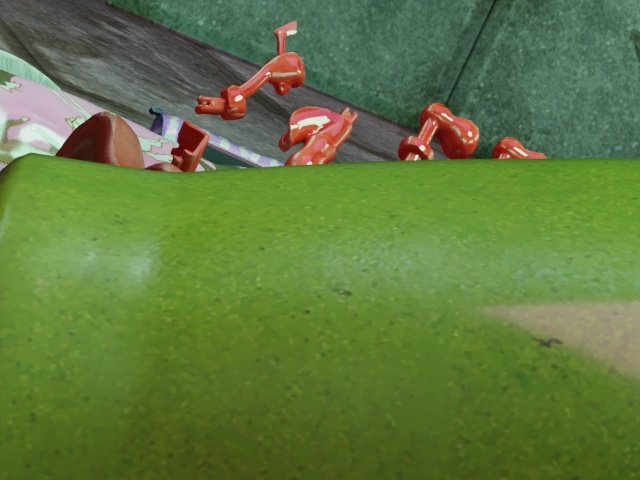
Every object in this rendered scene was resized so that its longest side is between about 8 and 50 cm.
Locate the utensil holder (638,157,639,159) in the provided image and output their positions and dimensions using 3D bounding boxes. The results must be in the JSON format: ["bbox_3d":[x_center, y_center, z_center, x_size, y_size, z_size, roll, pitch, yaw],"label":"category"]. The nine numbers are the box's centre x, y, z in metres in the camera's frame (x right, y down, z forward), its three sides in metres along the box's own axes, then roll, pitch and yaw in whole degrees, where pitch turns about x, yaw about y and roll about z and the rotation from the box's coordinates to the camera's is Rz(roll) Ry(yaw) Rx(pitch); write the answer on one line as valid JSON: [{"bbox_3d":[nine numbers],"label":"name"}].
[{"bbox_3d":[0.315,0.084,0.883,0.385,0.328,0.327,32,11,13],"label":"utensil holder"}]

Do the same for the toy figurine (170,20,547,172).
[{"bbox_3d":[0.054,0.063,1.160,0.362,0.217,0.191,28,45,-2],"label":"toy figurine"}]

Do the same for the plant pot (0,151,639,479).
[{"bbox_3d":[0.057,0.128,0.520,0.353,0.366,0.366,12,11,-5],"label":"plant pot"}]

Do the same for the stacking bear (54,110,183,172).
[{"bbox_3d":[-0.025,0.086,0.970,0.289,0.164,0.175,32,3,-27],"label":"stacking bear"}]

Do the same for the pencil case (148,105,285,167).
[{"bbox_3d":[-0.082,-0.047,1.780,0.206,0.086,0.088,24,-18,-14],"label":"pencil case"}]

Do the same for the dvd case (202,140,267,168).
[{"bbox_3d":[0.000,0.000,1.501,0.238,0.030,0.179,24,-15,4],"label":"dvd case"}]

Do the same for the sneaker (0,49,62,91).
[{"bbox_3d":[-0.349,-0.130,1.398,0.315,0.127,0.182,15,16,-39],"label":"sneaker"}]

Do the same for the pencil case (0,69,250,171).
[{"bbox_3d":[-0.154,-0.023,1.228,0.386,0.160,0.167,19,-22,-28],"label":"pencil case"}]
